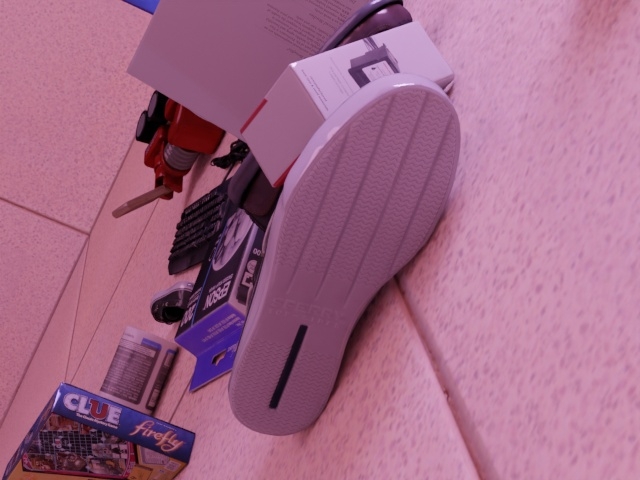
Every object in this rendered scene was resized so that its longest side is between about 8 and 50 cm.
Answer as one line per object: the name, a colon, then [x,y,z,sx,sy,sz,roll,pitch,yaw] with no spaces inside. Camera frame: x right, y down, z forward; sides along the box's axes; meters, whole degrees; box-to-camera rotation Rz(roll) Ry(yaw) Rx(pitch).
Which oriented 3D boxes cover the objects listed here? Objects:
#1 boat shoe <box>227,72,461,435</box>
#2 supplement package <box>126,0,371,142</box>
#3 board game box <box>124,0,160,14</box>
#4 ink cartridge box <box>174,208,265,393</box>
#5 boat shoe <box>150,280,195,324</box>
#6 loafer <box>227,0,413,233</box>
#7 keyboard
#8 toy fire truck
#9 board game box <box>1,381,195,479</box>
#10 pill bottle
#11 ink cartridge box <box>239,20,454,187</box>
boat shoe: [0.000,0.000,1.005,0.335,0.121,0.119,-62,20,26]
supplement package: [-0.054,-0.278,1.400,0.263,0.199,0.198,-57,5,34]
board game box: [-0.144,-0.392,1.661,0.233,0.347,0.078,-65,14,6]
ink cartridge box: [-0.111,0.062,1.454,0.206,0.045,0.208,-36,35,62]
boat shoe: [-0.207,0.094,1.733,0.142,0.049,0.040,-36,34,58]
loafer: [0.015,-0.109,1.225,0.109,0.095,0.302,-24,-20,-46]
keyboard: [-0.164,-0.056,1.843,0.317,0.033,0.202,-21,47,69]
toy fire truck: [-0.252,-0.150,2.103,0.217,0.158,0.246,-48,35,49]
board game box: [-0.268,0.262,1.462,0.243,0.165,0.042,-49,23,48]
pill bottle: [-0.252,0.192,1.681,0.137,0.078,0.078,-68,15,-9]
ink cartridge box: [0.023,-0.116,1.051,0.150,0.063,0.109,-25,-13,-36]
